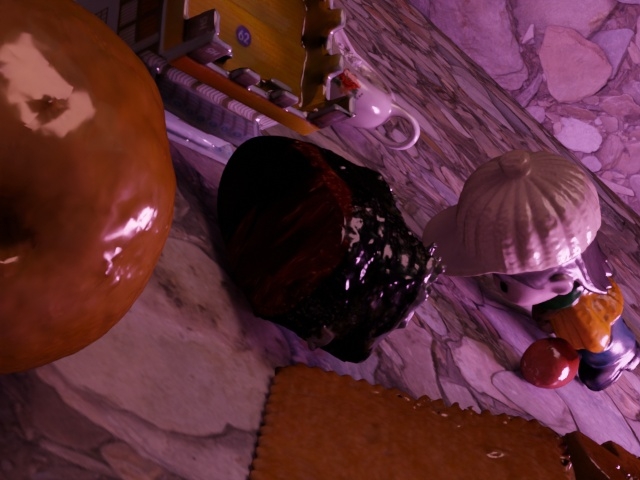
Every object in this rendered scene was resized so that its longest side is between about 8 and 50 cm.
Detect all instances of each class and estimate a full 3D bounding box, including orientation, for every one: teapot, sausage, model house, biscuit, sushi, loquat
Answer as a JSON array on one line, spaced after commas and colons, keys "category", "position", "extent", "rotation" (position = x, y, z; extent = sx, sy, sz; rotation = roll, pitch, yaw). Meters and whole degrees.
[{"category": "teapot", "position": [0.046, -0.208, 1.499], "extent": [0.226, 0.092, 0.145], "rotation": [46, 22, 5]}, {"category": "sausage", "position": [0.265, 0.144, 1.250], "extent": [0.059, 0.054, 0.094], "rotation": [51, 21, 20]}, {"category": "model house", "position": [-0.104, -0.194, 0.992], "extent": [0.224, 0.215, 0.198], "rotation": [22, 60, -44]}, {"category": "biscuit", "position": [0.068, 0.167, 0.731], "extent": [0.232, 0.013, 0.237], "rotation": [15, 25, -2]}, {"category": "sushi", "position": [0.000, 0.000, 0.916], "extent": [0.126, 0.136, 0.225], "rotation": [32, 15, -36]}, {"category": "loquat", "position": [-0.176, -0.035, 0.552], "extent": [0.208, 0.208, 0.208], "rotation": [38, 20, -16]}, {"category": "biscuit", "position": [0.370, 0.311, 1.127], "extent": [0.278, 0.043, 0.301], "rotation": [50, 19, 25]}]

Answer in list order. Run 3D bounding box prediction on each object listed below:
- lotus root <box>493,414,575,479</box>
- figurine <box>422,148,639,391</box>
[{"category": "lotus root", "position": [0.154, 0.198, 0.864], "extent": [0.110, 0.097, 0.258], "rotation": [41, 16, 0]}, {"category": "figurine", "position": [0.297, 0.025, 1.333], "extent": [0.332, 0.204, 0.185], "rotation": [34, 19, -25]}]
